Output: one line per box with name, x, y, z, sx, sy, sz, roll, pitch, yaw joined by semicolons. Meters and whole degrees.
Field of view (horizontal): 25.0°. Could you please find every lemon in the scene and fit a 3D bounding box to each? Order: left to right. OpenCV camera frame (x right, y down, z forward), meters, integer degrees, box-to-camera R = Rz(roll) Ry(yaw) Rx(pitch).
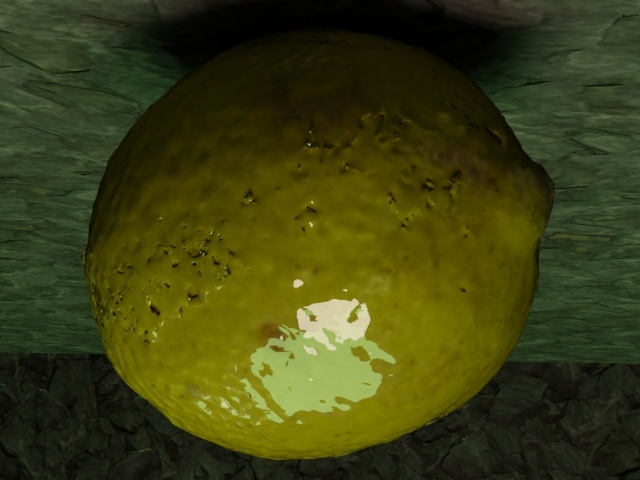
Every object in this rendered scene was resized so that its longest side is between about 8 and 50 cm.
lemon;0.000;0.000;0.869;0.310;0.257;0.258;-18;157;40
